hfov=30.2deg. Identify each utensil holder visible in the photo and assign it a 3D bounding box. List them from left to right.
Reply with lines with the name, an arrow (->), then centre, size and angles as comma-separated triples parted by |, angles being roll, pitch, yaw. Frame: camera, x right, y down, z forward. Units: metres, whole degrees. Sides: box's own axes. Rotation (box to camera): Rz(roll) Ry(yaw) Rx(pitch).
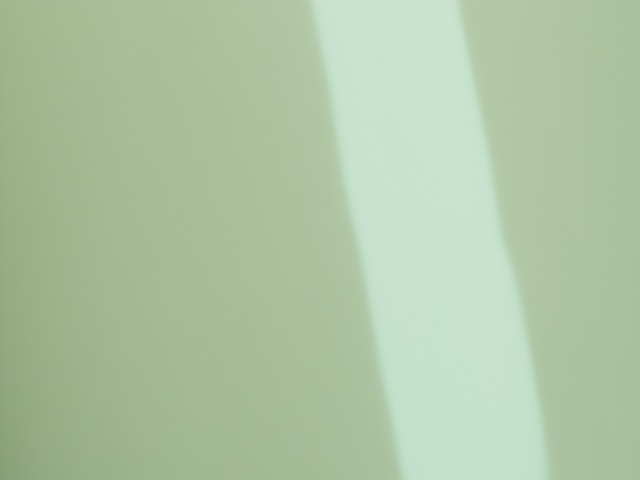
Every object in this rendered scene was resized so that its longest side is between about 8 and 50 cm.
utensil holder -> 0.000, 0.000, 0.453 | 0.328, 0.327, 0.385 | -8, 83, -25
